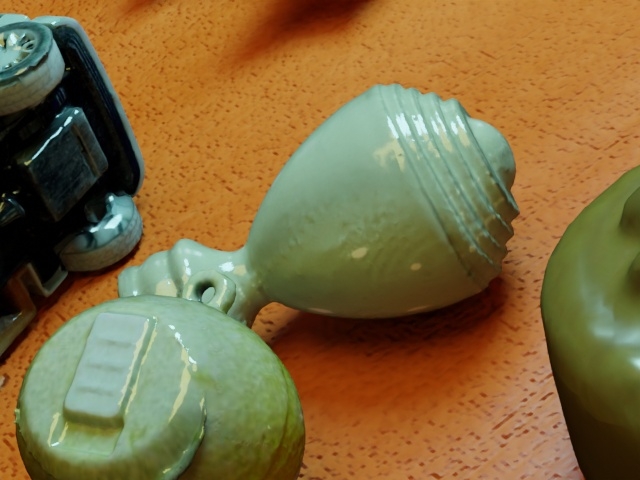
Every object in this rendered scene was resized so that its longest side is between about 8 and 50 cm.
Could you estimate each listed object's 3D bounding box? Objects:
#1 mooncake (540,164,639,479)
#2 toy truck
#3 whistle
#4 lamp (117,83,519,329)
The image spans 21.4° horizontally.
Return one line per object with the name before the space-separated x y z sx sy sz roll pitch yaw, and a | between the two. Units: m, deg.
mooncake | 0.206 0.039 0.625 0.235 0.117 0.234 -11 38 9
toy truck | -0.230 -0.001 0.846 0.184 0.133 0.338 13 50 34
whistle | -0.074 0.115 0.687 0.123 0.123 0.223 6 67 29
lamp | 0.000 0.000 0.777 0.193 0.106 0.106 -26 39 9
